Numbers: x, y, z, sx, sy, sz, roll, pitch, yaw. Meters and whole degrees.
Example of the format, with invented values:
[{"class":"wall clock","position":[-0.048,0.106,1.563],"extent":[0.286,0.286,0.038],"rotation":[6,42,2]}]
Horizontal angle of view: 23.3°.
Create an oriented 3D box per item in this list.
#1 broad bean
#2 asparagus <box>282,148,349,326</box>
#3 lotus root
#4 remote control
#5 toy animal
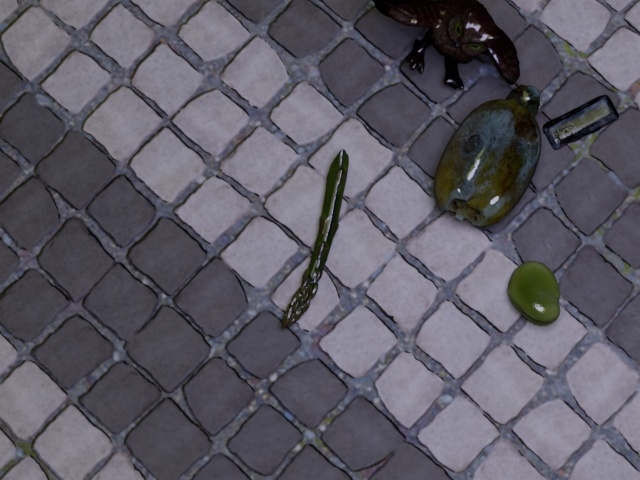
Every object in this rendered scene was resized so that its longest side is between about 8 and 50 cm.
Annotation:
[{"class":"broad bean","position":[0.262,0.065,1.898],"extent":[0.063,0.045,0.083],"rotation":[-17,69,-3]},{"class":"asparagus","position":[0.000,0.000,1.932],"extent":[0.034,0.027,0.236],"rotation":[19,78,-14]},{"class":"lotus root","position":[0.216,-0.109,1.918],"extent":[0.113,0.088,0.192],"rotation":[31,79,-7]},{"class":"remote control","position":[0.330,-0.150,1.959],"extent":[0.096,0.014,0.039],"rotation":[-26,77,-2]},{"class":"toy animal","position":[0.171,-0.268,1.905],"extent":[0.218,0.179,0.116],"rotation":[29,73,-14]}]
